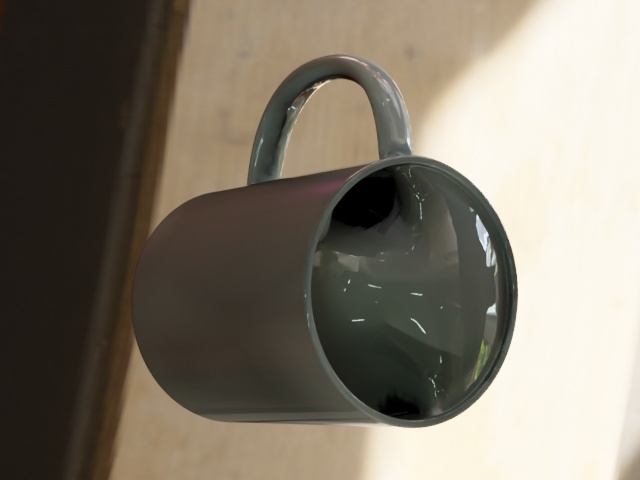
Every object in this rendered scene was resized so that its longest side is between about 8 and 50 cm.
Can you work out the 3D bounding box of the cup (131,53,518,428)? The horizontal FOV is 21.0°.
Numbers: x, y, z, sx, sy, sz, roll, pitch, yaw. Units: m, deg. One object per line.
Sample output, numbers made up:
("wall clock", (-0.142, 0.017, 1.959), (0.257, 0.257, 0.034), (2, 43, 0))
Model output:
("cup", (0.007, 0.008, 0.676), (0.099, 0.133, 0.136), (38, 65, -26))
